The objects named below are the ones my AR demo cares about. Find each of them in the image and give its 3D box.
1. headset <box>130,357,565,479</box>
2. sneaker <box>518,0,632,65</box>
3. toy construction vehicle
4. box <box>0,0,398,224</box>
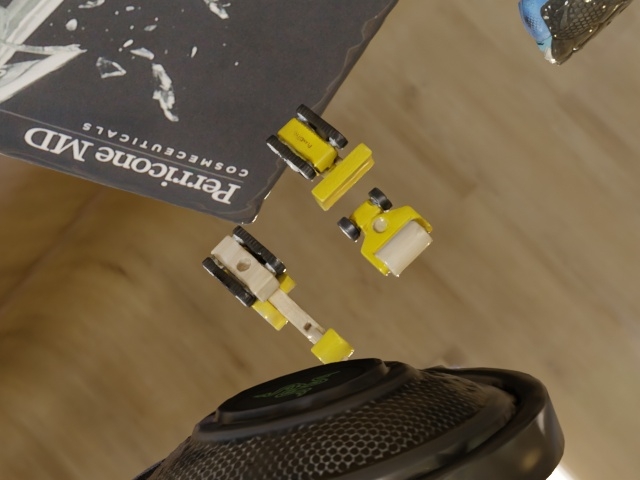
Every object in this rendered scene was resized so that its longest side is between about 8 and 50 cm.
[{"bbox_3d":[-0.012,0.146,0.433,0.185,0.243,0.394,-15,157,15],"label":"headset"},{"bbox_3d":[0.071,-0.120,0.537,0.063,0.073,0.162,-44,-154,35],"label":"sneaker"},{"bbox_3d":[0.000,0.000,0.709,0.086,0.098,0.035,-47,143,-6],"label":"toy construction vehicle"},{"bbox_3d":[-0.164,-0.314,1.063,0.472,0.479,0.297,-54,-151,42],"label":"box"}]
